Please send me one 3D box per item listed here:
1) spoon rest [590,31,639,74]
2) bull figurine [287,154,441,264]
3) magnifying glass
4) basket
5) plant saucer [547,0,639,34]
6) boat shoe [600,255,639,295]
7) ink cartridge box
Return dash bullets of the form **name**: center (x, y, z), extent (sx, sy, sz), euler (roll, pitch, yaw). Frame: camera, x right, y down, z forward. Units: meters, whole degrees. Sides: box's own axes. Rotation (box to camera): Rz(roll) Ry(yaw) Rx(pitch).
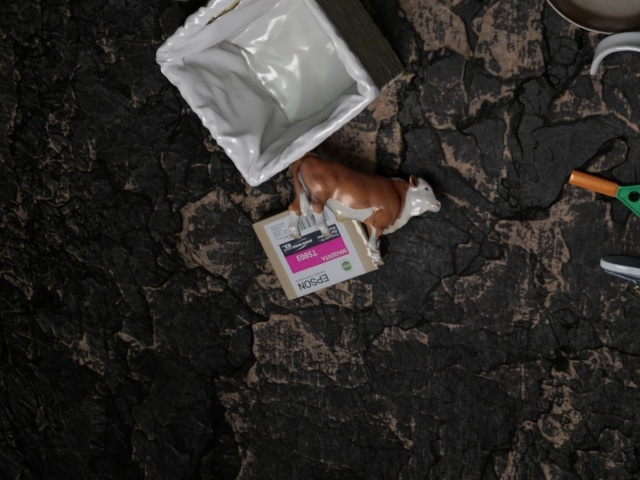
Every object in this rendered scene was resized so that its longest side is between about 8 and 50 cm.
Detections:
- **spoon rest**: center (0.620, -0.314, 1.624), extent (0.276, 0.137, 0.084), euler (11, 154, 17)
- **bull figurine**: center (0.083, -0.068, 1.842), extent (0.310, 0.188, 0.101), euler (16, 159, -9)
- **magnifying glass**: center (0.593, -0.089, 1.773), extent (0.231, 0.026, 0.092), euler (18, 115, 11)
- **basket**: center (-0.068, -0.345, 1.786), extent (0.328, 0.266, 0.331), euler (-34, 96, 28)
- **plant saucer**: center (0.527, -0.521, 1.617), extent (0.310, 0.050, 0.311), euler (8, 113, 18)
- **boat shoe**: center (0.632, 0.086, 1.798), extent (0.183, 0.065, 0.083), euler (12, 112, 15)
- **ink cartridge box**: center (0.000, 0.000, 1.992), extent (0.234, 0.088, 0.193), euler (-22, 100, 25)
